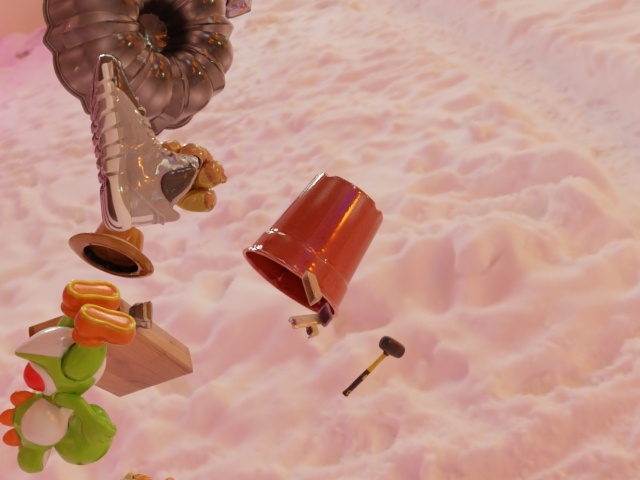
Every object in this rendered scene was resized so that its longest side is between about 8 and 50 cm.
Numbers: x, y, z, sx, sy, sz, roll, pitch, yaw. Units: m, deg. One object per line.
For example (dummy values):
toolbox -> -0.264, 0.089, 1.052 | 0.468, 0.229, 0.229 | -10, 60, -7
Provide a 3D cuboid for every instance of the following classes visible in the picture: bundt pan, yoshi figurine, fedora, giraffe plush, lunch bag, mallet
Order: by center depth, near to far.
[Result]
bundt pan -> -0.276, -0.343, 1.214 | 0.124, 0.331, 0.331 | -3, 33, 47
yoshi figurine -> -0.424, 0.265, 1.323 | 0.203, 0.362, 0.203 | 29, 16, 10
fedora -> -0.418, 0.009, 1.506 | 0.194, 0.194, 0.079 | -2, 59, 33
giraffe plush -> -0.296, -0.150, 1.692 | 0.210, 0.181, 0.170 | -49, 4, 30
mallet -> 0.115, 0.300, 1.748 | 0.189, 0.062, 0.039 | -41, 32, 9
lunch bag -> -0.221, -0.611, 1.879 | 0.083, 0.053, 0.071 | -14, 51, 22

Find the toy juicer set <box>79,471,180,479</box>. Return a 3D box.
toy juicer set -> -0.385, 0.515, 1.517 | 0.209, 0.329, 0.090 | 14, 88, 57

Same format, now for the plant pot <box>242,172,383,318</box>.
plant pot -> 0.000, 0.000, 1.754 | 0.272, 0.272, 0.265 | 16, 66, 49

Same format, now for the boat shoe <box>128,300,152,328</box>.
boat shoe -> -0.370, 0.150, 1.509 | 0.049, 0.056, 0.152 | 1, -17, -12

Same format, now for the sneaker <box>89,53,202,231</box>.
sneaker -> -0.222, -0.126, 0.948 | 0.132, 0.229, 0.086 | -4, -7, -26

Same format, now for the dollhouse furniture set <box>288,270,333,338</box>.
dollhouse furniture set -> -0.043, 0.128, 1.446 | 0.081, 0.091, 0.114 | -5, 62, -27

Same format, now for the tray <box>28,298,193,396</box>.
tray -> -0.460, 0.256, 1.674 | 0.202, 0.411, 0.076 | -19, 65, 3
